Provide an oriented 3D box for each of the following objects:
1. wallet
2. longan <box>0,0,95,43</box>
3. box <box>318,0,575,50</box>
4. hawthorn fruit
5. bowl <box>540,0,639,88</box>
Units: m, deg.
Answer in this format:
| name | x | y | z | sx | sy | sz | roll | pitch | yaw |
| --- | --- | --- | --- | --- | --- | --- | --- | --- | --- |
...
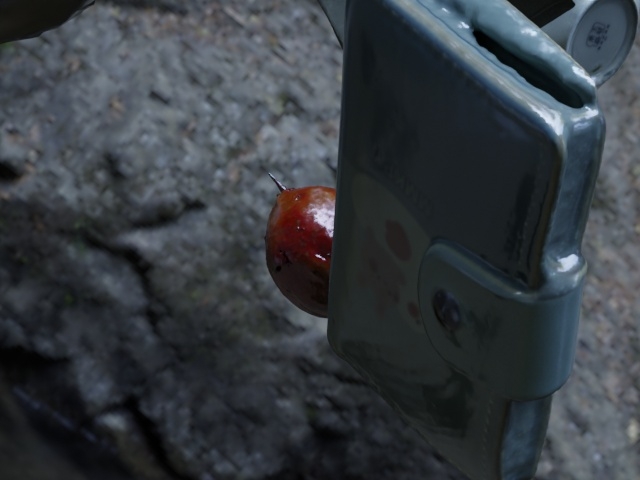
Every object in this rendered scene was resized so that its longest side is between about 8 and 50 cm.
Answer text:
| name | x | y | z | sx | sy | sz | roll | pitch | yaw |
| --- | --- | --- | --- | --- | --- | --- | --- | --- | --- |
| wallet | 0.084 | -0.001 | 0.976 | 0.083 | 0.360 | 0.252 | -20 | 45 | -24 |
| longan | -0.445 | -0.455 | 1.837 | 0.404 | 0.436 | 0.404 | 4 | 62 | -8 |
| box | 0.127 | -0.272 | 1.535 | 0.155 | 0.231 | 0.149 | 37 | 24 | -59 |
| hawthorn fruit | 0.000 | 0.000 | 1.935 | 0.235 | 0.181 | 0.181 | 45 | 19 | 18 |
| bowl | 0.310 | -0.280 | 1.839 | 0.277 | 0.277 | 0.145 | 18 | 14 | -49 |
